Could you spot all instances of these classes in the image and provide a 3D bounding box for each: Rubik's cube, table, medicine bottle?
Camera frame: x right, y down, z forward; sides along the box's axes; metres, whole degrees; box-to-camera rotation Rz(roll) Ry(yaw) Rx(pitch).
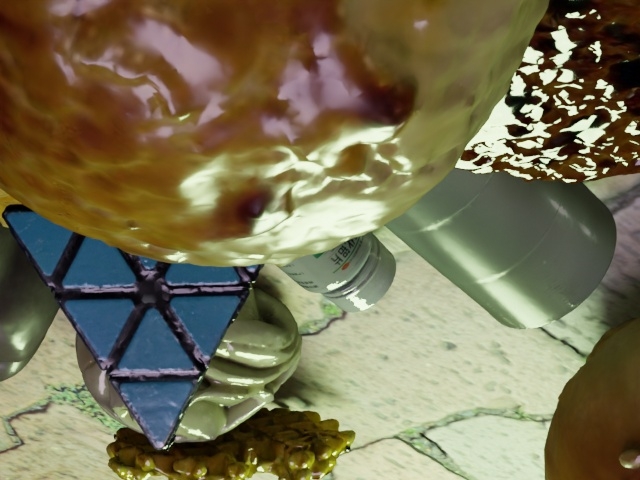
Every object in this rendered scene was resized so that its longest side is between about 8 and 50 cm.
[{"bbox_3d":[-0.158,0.007,1.204,0.178,0.211,0.190,26,-172,-20],"label":"Rubik's cube"},{"bbox_3d":[0.108,-0.040,1.192,0.126,0.126,0.220,-18,136,40],"label":"table"},{"bbox_3d":[0.000,0.000,1.338,0.080,0.080,0.130,-15,138,38],"label":"medicine bottle"}]

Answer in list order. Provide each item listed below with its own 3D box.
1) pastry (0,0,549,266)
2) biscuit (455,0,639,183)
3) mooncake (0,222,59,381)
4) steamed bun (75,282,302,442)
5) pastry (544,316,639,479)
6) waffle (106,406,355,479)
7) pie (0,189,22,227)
[{"bbox_3d":[-0.068,-0.168,0.818,0.313,0.388,0.388,-13,166,-38],"label":"pastry"},{"bbox_3d":[0.189,-0.147,0.989,0.290,0.081,0.334,4,148,-17],"label":"biscuit"},{"bbox_3d":[-0.349,0.030,1.481,0.245,0.133,0.245,15,154,8],"label":"mooncake"},{"bbox_3d":[-0.136,0.112,1.503,0.211,0.144,0.218,34,142,-27],"label":"steamed bun"},{"bbox_3d":[0.386,0.208,1.357,0.410,0.245,0.409,9,149,5],"label":"pastry"},{"bbox_3d":[-0.091,0.206,1.603,0.232,0.051,0.229,2,-170,20],"label":"waffle"},{"bbox_3d":[-0.167,-0.057,1.204,0.340,0.083,0.339,-3,173,0],"label":"pie"}]
